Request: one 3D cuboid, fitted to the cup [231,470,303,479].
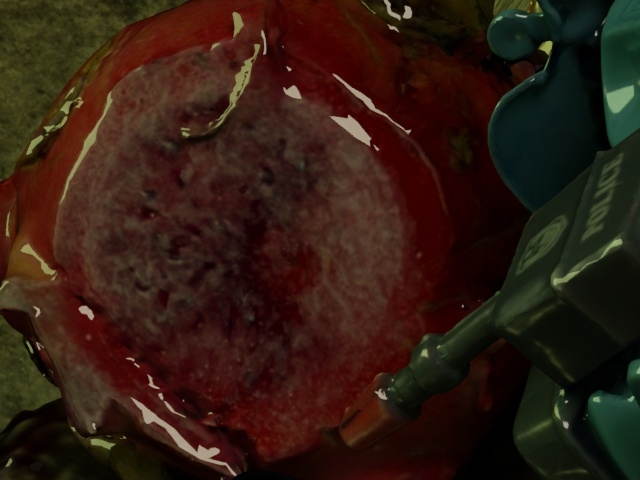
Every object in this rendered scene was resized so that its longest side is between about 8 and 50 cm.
[{"bbox_3d":[-0.016,0.162,0.530,0.138,0.113,0.150,-59,5,8],"label":"cup"}]

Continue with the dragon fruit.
[{"bbox_3d":[0.000,0.000,0.699,0.269,0.250,0.291,-51,-10,8],"label":"dragon fruit"}]

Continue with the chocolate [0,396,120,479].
[{"bbox_3d":[-0.144,0.230,0.816,0.340,0.210,0.225,-60,8,-24],"label":"chocolate"}]

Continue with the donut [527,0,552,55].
[{"bbox_3d":[0.151,-0.118,0.875,0.108,0.065,0.166,-52,8,44],"label":"donut"}]

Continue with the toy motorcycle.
[{"bbox_3d":[0.111,-0.024,0.417,0.182,0.123,0.272,-40,14,39],"label":"toy motorcycle"}]
